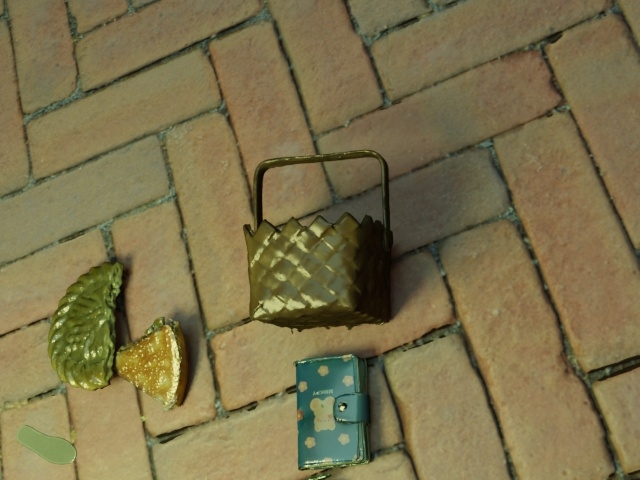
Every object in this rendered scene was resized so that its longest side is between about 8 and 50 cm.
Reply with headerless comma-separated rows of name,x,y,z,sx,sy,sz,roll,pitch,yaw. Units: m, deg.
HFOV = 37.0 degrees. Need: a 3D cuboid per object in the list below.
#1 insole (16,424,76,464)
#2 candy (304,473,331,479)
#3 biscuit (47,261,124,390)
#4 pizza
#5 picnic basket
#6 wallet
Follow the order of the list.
insole,-0.555,0.412,1.928,0.152,0.002,0.053,20,79,24
candy,-0.035,0.522,1.671,0.141,0.078,0.203,-14,62,14
biscuit,-0.488,0.179,1.953,0.187,0.036,0.274,-17,60,27
pizza,-0.343,0.241,1.893,0.195,0.052,0.185,1,88,26
picnic basket,0.000,0.000,1.727,0.254,0.291,0.321,-4,79,18
wallet,0.022,0.309,1.737,0.141,0.059,0.202,-8,68,14
